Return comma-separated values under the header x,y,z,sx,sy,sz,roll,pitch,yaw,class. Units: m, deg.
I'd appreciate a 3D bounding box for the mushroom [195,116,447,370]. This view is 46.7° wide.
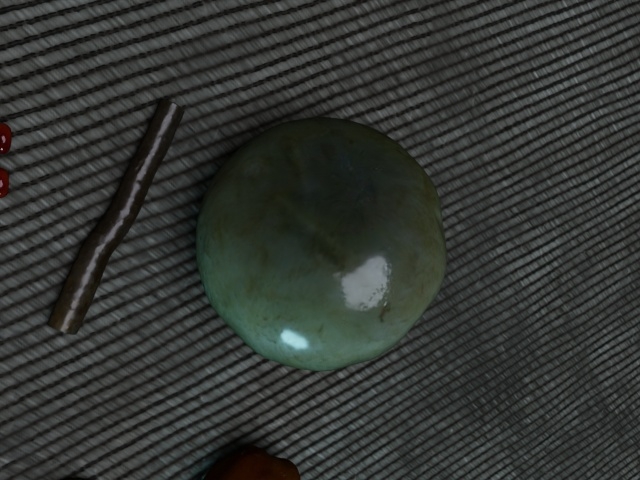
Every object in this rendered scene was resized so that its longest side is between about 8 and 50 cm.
x,y,z,sx,sy,sz,roll,pitch,yaw,class
0.000,0.000,0.995,0.352,0.352,0.260,-37,159,-18,mushroom

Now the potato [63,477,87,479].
x,y,z,sx,sy,sz,roll,pitch,yaw,class
-0.353,0.465,0.990,0.160,0.111,0.272,23,89,-29,potato

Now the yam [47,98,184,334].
x,y,z,sx,sy,sz,roll,pitch,yaw,class
-0.265,-0.033,0.967,0.045,0.045,0.327,25,86,0,yam

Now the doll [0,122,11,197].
x,y,z,sx,sy,sz,roll,pitch,yaw,class
-0.472,-0.094,0.819,0.244,0.076,0.143,-1,100,-33,doll

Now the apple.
x,y,z,sx,sy,sz,roll,pitch,yaw,class
-0.105,0.387,1.095,0.156,0.147,0.158,26,87,-10,apple
